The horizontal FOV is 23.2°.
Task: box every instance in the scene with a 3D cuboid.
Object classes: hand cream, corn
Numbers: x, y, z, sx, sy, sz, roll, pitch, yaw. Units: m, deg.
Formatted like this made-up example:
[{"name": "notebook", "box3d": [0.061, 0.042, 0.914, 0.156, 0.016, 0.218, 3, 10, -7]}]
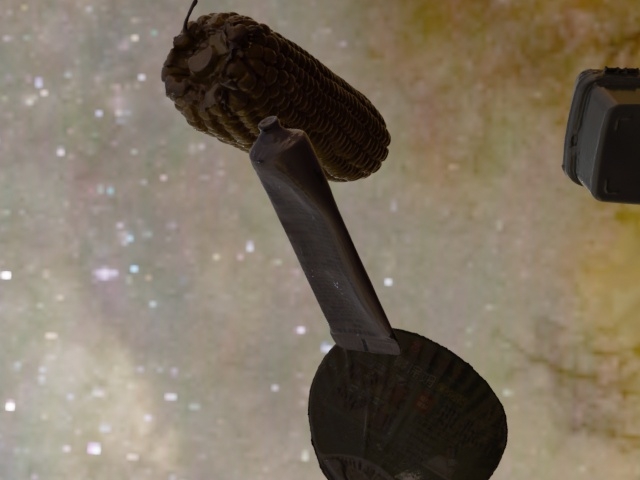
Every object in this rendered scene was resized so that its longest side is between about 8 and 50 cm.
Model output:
[{"name": "hand cream", "box3d": [0.000, 0.000, 0.923, 0.037, 0.057, 0.165, -43, -59, -34]}, {"name": "corn", "box3d": [-0.032, -0.118, 1.360, 0.305, 0.106, 0.106, 22, -110, -61]}]

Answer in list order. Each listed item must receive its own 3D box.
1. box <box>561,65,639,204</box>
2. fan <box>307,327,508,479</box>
[{"name": "box", "box3d": [0.387, -0.115, 1.757, 0.129, 0.210, 0.148, -106, 20, -66]}, {"name": "fan", "box3d": [0.053, 0.219, 1.716, 0.223, 0.294, 0.012, 60, -174, 11]}]
